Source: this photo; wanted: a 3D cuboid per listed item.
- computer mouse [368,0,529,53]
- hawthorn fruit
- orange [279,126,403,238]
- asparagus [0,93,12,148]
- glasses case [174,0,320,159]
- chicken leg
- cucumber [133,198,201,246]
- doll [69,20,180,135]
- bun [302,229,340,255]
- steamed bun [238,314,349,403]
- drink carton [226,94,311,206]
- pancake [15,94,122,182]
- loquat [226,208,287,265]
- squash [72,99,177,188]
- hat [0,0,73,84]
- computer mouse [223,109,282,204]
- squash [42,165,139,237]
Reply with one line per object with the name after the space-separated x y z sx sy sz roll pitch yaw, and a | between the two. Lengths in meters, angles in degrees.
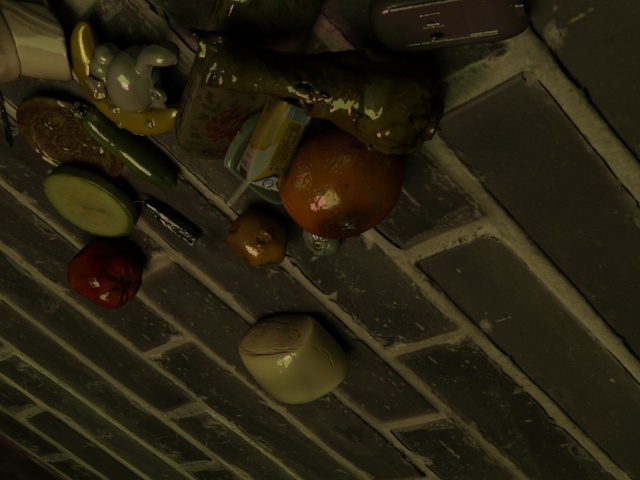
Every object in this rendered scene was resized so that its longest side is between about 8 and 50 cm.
0.184 -0.331 1.148 0.232 0.057 0.120 -3 141 28 | computer mouse
-0.513 0.076 1.900 0.173 0.173 0.179 42 164 -20 | hawthorn fruit
0.040 -0.093 1.374 0.224 0.170 0.224 -8 155 -4 | orange
-0.683 -0.258 1.716 0.016 0.013 0.166 12 141 -1 | asparagus
-0.130 -0.280 1.309 0.156 0.098 0.425 -5 150 -27 | glasses case
0.003 -0.231 1.198 0.429 0.201 0.152 10 100 -20 | chicken leg
-0.335 -0.049 1.751 0.163 0.043 0.039 41 -179 -14 | cucumber
-0.344 -0.289 1.434 0.237 0.111 0.252 31 145 18 | doll
0.000 0.000 1.621 0.083 0.045 0.083 13 134 14 | bun
-0.075 0.284 1.889 0.250 0.155 0.200 -15 127 35 | steamed bun
-0.086 -0.138 1.310 0.074 0.084 0.200 14 108 -36 | drink carton
-0.534 -0.210 1.676 0.250 0.031 0.250 14 144 11 | pancake
-0.130 0.000 1.641 0.137 0.113 0.137 17 162 6 | loquat
-0.392 -0.190 1.592 0.258 0.069 0.069 42 138 -25 | squash
-0.578 -0.356 1.446 0.275 0.161 0.232 16 144 6 | hat
-0.099 -0.146 1.419 0.079 0.128 0.231 34 173 32 | computer mouse
-0.513 -0.083 1.771 0.219 0.041 0.219 18 150 11 | squash
